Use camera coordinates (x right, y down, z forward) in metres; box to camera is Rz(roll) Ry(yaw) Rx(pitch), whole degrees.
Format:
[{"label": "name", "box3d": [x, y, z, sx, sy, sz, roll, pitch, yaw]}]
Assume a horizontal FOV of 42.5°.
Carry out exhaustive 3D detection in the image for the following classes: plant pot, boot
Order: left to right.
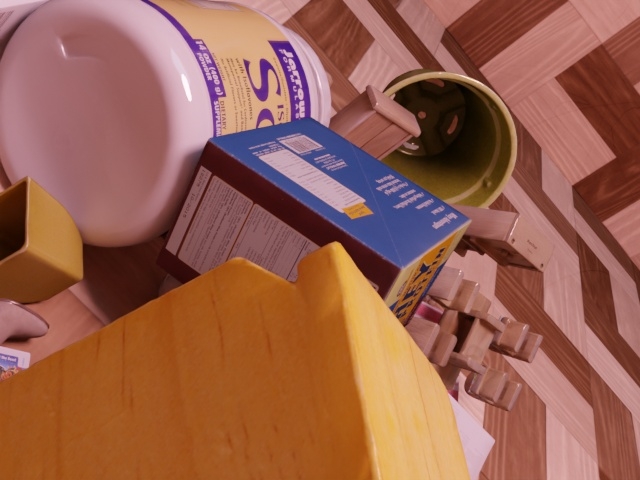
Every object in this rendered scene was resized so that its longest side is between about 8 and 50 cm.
[{"label": "boot", "box3d": [-0.277, 0.085, 0.656, 0.118, 0.042, 0.087, 30, 43, -37]}, {"label": "plant pot", "box3d": [-0.257, 0.009, 0.728, 0.083, 0.081, 0.081, 40, 28, -49]}, {"label": "plant pot", "box3d": [0.196, -0.200, 1.508, 0.276, 0.276, 0.254, 44, 17, -18]}]

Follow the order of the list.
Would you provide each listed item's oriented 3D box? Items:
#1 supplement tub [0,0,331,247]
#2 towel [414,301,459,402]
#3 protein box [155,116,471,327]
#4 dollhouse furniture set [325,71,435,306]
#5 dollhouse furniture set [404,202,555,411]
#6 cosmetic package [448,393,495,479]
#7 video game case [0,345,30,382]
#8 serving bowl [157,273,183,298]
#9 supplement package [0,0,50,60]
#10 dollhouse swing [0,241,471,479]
[{"label": "supplement tub", "box3d": [-0.147, -0.137, 0.883, 0.241, 0.241, 0.331, 56, 28, 4]}, {"label": "towel", "box3d": [0.146, 0.185, 1.159, 0.144, 0.029, 0.197, 26, 60, -40]}, {"label": "protein box", "box3d": [0.000, 0.000, 0.770, 0.201, 0.136, 0.200, 35, 25, 15]}, {"label": "dollhouse furniture set", "box3d": [0.078, -0.039, 1.197, 0.303, 0.174, 0.355, 24, 40, -43]}, {"label": "dollhouse furniture set", "box3d": [0.193, 0.081, 1.150, 0.212, 0.161, 0.242, 35, 77, -37]}, {"label": "cosmetic package", "box3d": [0.110, 0.220, 1.043, 0.239, 0.060, 0.099, 46, 57, -16]}, {"label": "video game case", "box3d": [-0.263, 0.134, 0.607, 0.087, 0.011, 0.122, 25, 57, -44]}, {"label": "serving bowl", "box3d": [-0.144, 0.073, 0.882, 0.083, 0.027, 0.083, 38, 31, -29]}, {"label": "supplement package", "box3d": [-0.384, -0.245, 0.735, 0.203, 0.149, 0.194, 52, 28, -7]}, {"label": "dollhouse swing", "box3d": [-0.034, 0.244, 0.528, 0.305, 0.347, 0.315, 40, 31, -43]}]
